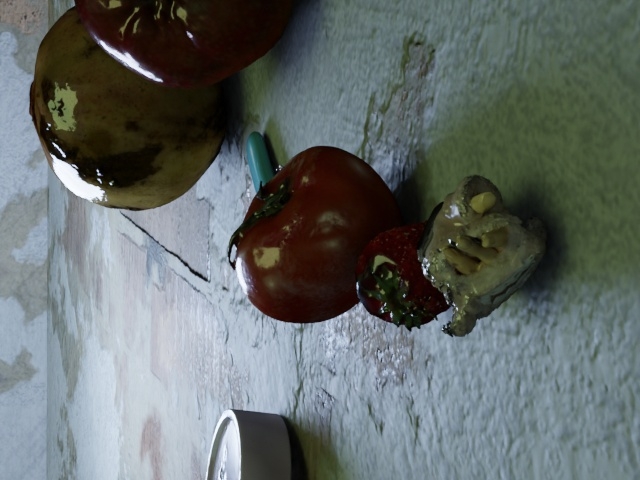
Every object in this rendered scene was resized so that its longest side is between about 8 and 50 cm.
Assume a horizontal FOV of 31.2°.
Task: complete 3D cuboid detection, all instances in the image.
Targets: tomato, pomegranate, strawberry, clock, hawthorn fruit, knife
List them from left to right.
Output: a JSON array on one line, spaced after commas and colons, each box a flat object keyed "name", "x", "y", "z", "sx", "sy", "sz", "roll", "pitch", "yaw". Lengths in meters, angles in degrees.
[{"name": "pomegranate", "x": -0.279, "y": -0.198, "z": 1.661, "sx": 0.322, "sy": 0.322, "sz": 0.322, "roll": 178, "pitch": 90, "yaw": -67}, {"name": "hawthorn fruit", "x": -0.169, "y": -0.328, "z": 1.397, "sx": 0.300, "sy": 0.275, "sz": 0.275, "roll": -116, "pitch": 31, "yaw": -65}, {"name": "clock", "x": -0.097, "y": 0.318, "z": 1.481, "sx": 0.197, "sy": 0.068, "sz": 0.197, "roll": -172, "pitch": 90, "yaw": -73}, {"name": "knife", "x": -0.061, "y": -0.061, "z": 1.460, "sx": 0.222, "sy": 0.031, "sz": 0.064, "roll": -110, "pitch": 25, "yaw": -43}, {"name": "tomato", "x": 0.000, "y": 0.000, "z": 1.154, "sx": 0.187, "sy": 0.151, "sz": 0.187, "roll": -41, "pitch": 19, "yaw": 17}, {"name": "strawberry", "x": 0.084, "y": 0.029, "z": 1.054, "sx": 0.106, "sy": 0.106, "sz": 0.106, "roll": 178, "pitch": 90, "yaw": -67}]

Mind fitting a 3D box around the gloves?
[{"name": "gloves", "x": 0.128, "y": 0.008, "z": 0.939, "sx": 0.110, "sy": 0.094, "sz": 0.144, "roll": -54, "pitch": 14, "yaw": 20}]
